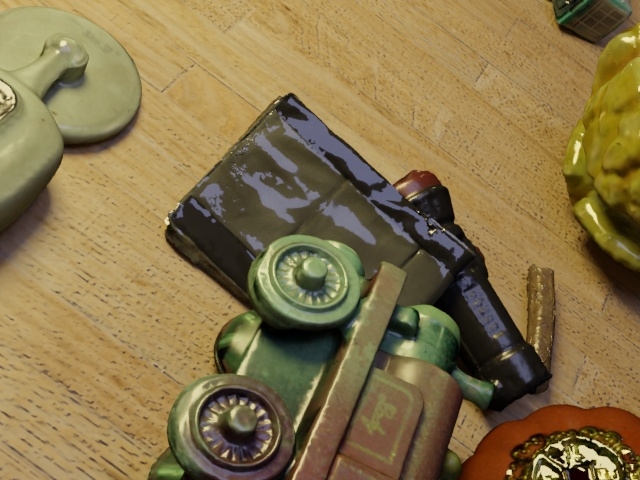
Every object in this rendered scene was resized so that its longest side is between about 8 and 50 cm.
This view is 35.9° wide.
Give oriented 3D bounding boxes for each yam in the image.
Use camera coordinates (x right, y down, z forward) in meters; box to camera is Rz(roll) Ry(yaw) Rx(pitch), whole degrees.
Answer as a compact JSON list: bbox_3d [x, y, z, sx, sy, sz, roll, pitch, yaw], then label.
[{"bbox_3d":[0.219,0.085,0.987,0.032,0.032,0.145,24,50,-13],"label":"yam"}]

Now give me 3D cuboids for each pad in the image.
[{"bbox_3d":[0.000,0.000,0.876,0.233,0.022,0.174,40,80,1],"label":"pad"}]

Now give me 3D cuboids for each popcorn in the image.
[{"bbox_3d":[0.411,-0.094,1.070,0.282,0.282,0.247,22,34,-14],"label":"popcorn"}]

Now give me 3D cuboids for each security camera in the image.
[{"bbox_3d":[-0.260,-0.122,0.838,0.157,0.080,0.301,35,45,-2],"label":"security camera"}]

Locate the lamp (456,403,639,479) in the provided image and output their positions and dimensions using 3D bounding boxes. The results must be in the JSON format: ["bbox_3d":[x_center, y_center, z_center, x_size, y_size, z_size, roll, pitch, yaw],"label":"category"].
[{"bbox_3d":[0.202,0.232,0.761,0.223,0.196,0.223,-9,45,9],"label":"lamp"}]

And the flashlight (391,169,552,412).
[{"bbox_3d":[0.131,0.047,0.925,0.093,0.093,0.232,-22,73,-38],"label":"flashlight"}]

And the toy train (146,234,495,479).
[{"bbox_3d":[0.010,0.137,0.734,0.221,0.150,0.304,25,50,0],"label":"toy train"}]

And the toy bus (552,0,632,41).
[{"bbox_3d":[0.364,-0.397,1.379,0.109,0.091,0.261,25,49,-26],"label":"toy bus"}]
